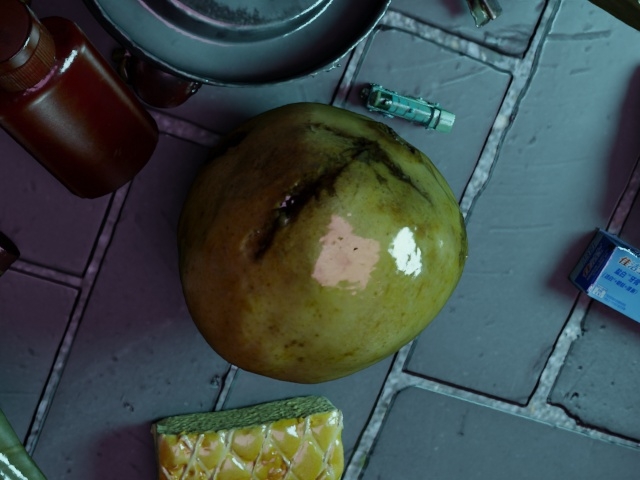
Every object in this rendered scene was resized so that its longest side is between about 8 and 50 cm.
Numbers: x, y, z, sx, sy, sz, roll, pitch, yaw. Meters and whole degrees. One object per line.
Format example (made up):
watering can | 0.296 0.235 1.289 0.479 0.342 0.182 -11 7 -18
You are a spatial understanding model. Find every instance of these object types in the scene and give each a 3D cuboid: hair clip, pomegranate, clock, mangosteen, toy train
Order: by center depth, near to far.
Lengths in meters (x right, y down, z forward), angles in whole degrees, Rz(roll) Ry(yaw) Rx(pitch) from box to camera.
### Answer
clock | -0.072 -0.279 1.176 0.312 0.061 0.313 -1 92 -21
pomegranate | 0.000 0.000 1.227 0.260 0.260 0.260 -5 108 -14
mangosteen | -0.137 -0.159 1.232 0.081 0.081 0.081 -5 108 -14
hair clip | 0.115 -0.274 1.284 0.049 0.049 0.173 -29 107 -5
toy train | 0.082 -0.124 1.321 0.092 0.045 0.029 16 100 -22

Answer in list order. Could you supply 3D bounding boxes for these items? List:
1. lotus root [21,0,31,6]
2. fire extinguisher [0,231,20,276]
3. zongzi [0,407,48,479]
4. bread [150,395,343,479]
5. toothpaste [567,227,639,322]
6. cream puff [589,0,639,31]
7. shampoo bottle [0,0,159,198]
lotus root | -0.341 -0.197 1.117 0.272 0.192 0.272 -5 105 -20
fire extinguisher | -0.341 0.055 1.261 0.158 0.043 0.064 -46 120 1
zongzi | -0.457 0.152 1.164 0.356 0.174 0.393 -30 98 -2
bread | -0.070 0.227 1.377 0.188 0.068 0.126 -6 108 -13
toothpaste | 0.388 0.077 1.466 0.272 0.053 0.066 27 103 -22
cream puff | 0.260 -0.334 1.160 0.324 0.291 0.257 30 103 -27
shampoo bottle | -0.214 -0.116 1.140 0.102 0.260 0.064 -40 69 -3
